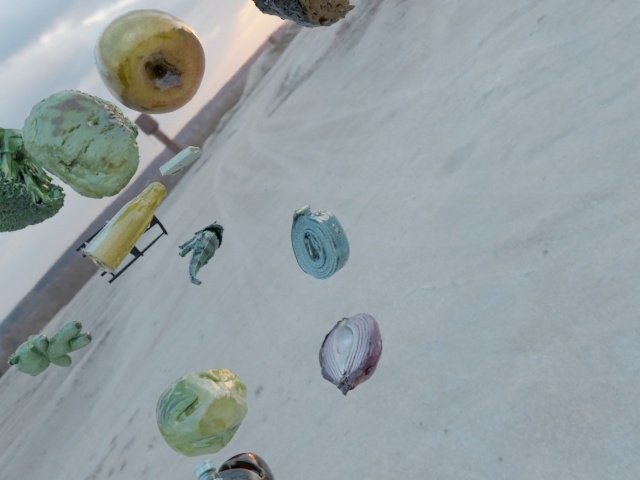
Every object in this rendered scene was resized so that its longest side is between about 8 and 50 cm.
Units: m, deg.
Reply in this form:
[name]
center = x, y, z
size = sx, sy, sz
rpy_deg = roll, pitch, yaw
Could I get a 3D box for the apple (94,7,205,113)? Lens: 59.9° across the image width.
[apple]
center = -0.484, -0.512, 1.582
size = 0.299, 0.299, 0.275
rpy_deg = -45, 36, 9

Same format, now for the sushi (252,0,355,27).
[sushi]
center = -0.057, -0.509, 0.955
size = 0.234, 0.207, 0.348
rpy_deg = -48, -24, -9

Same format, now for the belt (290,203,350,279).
[belt]
center = 0.002, 0.008, 1.387
size = 0.082, 0.147, 0.163
rpy_deg = -36, -39, -52

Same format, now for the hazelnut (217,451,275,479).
[hazelnut]
center = -0.210, 0.716, 1.525
size = 0.217, 0.217, 0.251
rpy_deg = -39, 12, 26

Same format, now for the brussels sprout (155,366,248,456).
[brussels sprout]
center = -0.410, 0.572, 1.893
size = 0.344, 0.268, 0.344
rpy_deg = -37, 37, 35

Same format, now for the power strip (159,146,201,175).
[power strip]
center = -0.563, -0.319, 2.241
size = 0.192, 0.035, 0.081
rpy_deg = -30, -8, 25

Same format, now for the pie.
[pie]
center = -0.487, -0.213, 1.153
size = 0.201, 0.248, 0.090
rpy_deg = -54, 0, -17

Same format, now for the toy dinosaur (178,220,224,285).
[toy dinosaur]
center = -0.318, 0.033, 1.442
size = 0.120, 0.079, 0.292
rpy_deg = -32, 21, 27

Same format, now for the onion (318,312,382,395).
[onion]
center = 0.104, 0.371, 1.717
size = 0.227, 0.120, 0.284
rpy_deg = -35, 29, 31

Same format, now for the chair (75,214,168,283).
[chair]
center = -0.681, -0.001, 1.908
size = 0.260, 0.155, 0.141
rpy_deg = -46, 31, -19

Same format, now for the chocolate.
[chocolate]
center = -0.410, -0.034, 1.202
size = 0.219, 0.085, 0.085
rpy_deg = -55, 19, -22

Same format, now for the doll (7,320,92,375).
[doll]
center = -0.543, 0.214, 1.124
size = 0.150, 0.115, 0.077
rpy_deg = -26, 53, -9

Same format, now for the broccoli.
[broccoli]
center = -0.739, -0.138, 1.303
size = 0.261, 0.269, 0.242
rpy_deg = 5, 91, 59

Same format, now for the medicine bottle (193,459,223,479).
[medicine bottle]
center = -0.203, 0.545, 1.139
size = 0.051, 0.051, 0.191
rpy_deg = -45, 57, 10
